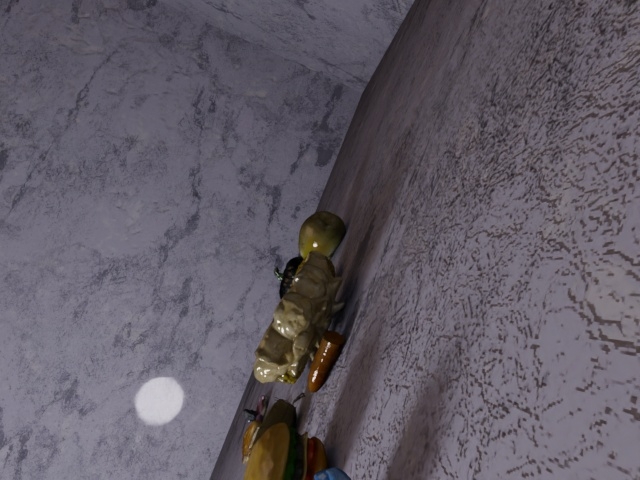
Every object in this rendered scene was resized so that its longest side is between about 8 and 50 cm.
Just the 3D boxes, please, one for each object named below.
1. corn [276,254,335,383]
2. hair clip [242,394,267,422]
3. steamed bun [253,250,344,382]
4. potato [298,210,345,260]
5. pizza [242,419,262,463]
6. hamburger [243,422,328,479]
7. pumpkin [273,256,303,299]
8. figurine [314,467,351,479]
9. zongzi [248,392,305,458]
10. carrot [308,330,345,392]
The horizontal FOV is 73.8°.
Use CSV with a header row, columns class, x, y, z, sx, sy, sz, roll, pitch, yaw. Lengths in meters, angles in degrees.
class,x,y,z,sx,sy,sz,roll,pitch,yaw
corn,-0.047,0.201,1.142,0.120,0.120,0.363,127,163,-68
hair clip,-0.238,0.644,1.567,0.187,0.056,0.146,-35,35,58
steamed bun,-0.038,0.186,0.940,0.295,0.137,0.292,-64,0,-65
potato,0.000,0.000,1.412,0.157,0.157,0.194,-74,-4,-47
pizza,-0.219,0.646,1.371,0.131,0.041,0.178,-84,21,-49
hamburger,-0.055,0.359,0.637,0.162,0.115,0.162,-160,90,-82
pumpkin,-0.087,0.154,1.578,0.194,0.150,0.194,-9,-90,-82
figurine,0.019,0.287,0.422,0.114,0.079,0.114,11,105,47
zongzi,-0.106,0.459,0.975,0.189,0.081,0.178,-66,-7,-49
carrot,0.003,0.250,0.858,0.048,0.048,0.139,-87,18,-72
